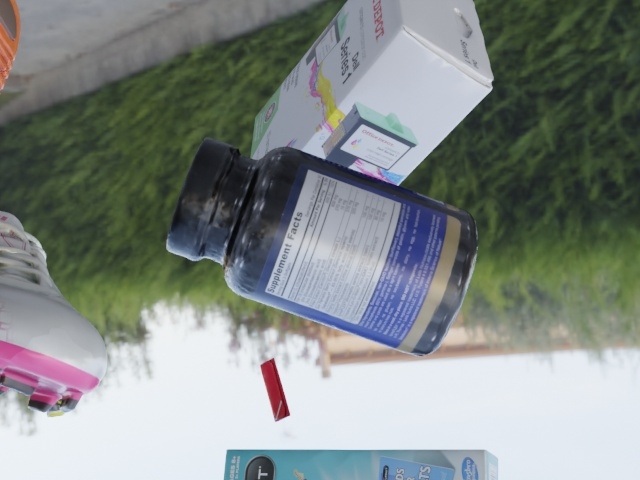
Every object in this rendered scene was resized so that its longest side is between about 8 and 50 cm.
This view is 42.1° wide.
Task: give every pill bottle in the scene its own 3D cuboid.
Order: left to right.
[{"bbox_3d":[0.000,0.000,0.644,0.219,0.123,0.123,20,-177,-3],"label":"pill bottle"}]

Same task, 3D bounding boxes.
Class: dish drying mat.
[{"bbox_3d":[-0.064,0.207,1.151,0.008,0.083,0.032,1,154,-45],"label":"dish drying mat"}]

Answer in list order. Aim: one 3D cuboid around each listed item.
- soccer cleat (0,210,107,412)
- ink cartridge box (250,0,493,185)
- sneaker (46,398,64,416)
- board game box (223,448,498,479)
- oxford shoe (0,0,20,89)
[{"bbox_3d":[-0.253,0.036,0.623,0.331,0.143,0.116,-1,152,47],"label":"soccer cleat"},{"bbox_3d":[0.041,-0.148,0.903,0.117,0.201,0.278,29,126,-22],"label":"ink cartridge box"},{"bbox_3d":[-0.369,0.220,1.170,0.031,0.035,0.083,-2,-170,-15],"label":"sneaker"},{"bbox_3d":[0.039,0.380,0.982,0.336,0.254,0.079,-6,156,21],"label":"board game box"},{"bbox_3d":[-0.377,-0.082,0.612,0.132,0.130,0.364,25,-116,26],"label":"oxford shoe"}]
